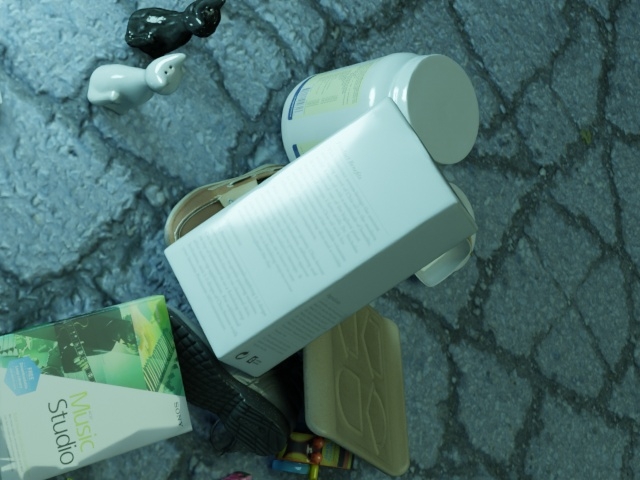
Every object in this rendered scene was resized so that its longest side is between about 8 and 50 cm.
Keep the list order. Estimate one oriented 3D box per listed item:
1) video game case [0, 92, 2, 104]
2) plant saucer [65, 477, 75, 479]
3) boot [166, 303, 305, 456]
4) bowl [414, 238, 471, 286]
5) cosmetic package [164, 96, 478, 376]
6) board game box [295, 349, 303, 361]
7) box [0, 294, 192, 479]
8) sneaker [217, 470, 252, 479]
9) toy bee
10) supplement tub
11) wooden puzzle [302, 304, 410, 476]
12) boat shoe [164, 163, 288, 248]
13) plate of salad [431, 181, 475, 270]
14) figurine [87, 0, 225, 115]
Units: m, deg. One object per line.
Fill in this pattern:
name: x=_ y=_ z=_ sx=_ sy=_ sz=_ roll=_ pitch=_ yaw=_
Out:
video game case: x=-0.575 y=-0.289 z=1.648 sx=0.173 sy=0.022 sz=0.190 roll=-13 pitch=95 yaw=-43
plant saucer: x=-0.379 y=0.506 z=1.736 sx=0.188 sy=0.045 sz=0.188 roll=50 pitch=56 yaw=-27
boot: x=-0.154 y=0.206 z=1.932 sx=0.338 sy=0.118 sz=0.222 roll=47 pitch=32 yaw=-7
bowl: x=0.231 y=0.011 z=2.312 sx=0.142 sy=0.053 sz=0.142 roll=-40 pitch=108 yaw=-13
cosmetic package: x=0.000 y=0.000 z=1.799 sx=0.230 sy=0.453 sz=0.161 roll=60 pitch=9 yaw=26
board game box: x=-0.009 y=0.169 z=2.112 sx=0.211 sy=0.039 sz=0.160 roll=49 pitch=57 yaw=-28
box: x=-0.373 y=0.233 z=1.723 sx=0.322 sy=0.058 sz=0.232 roll=-15 pitch=96 yaw=-32
sneaker: x=-0.169 y=0.450 z=1.940 sx=0.119 sy=0.047 sz=0.057 roll=-10 pitch=104 yaw=-41
toy bee: x=-0.027 y=0.390 z=1.994 sx=0.298 sy=0.162 sz=0.195 roll=-10 pitch=95 yaw=-43
supplement tub: x=0.110 y=-0.221 z=2.063 sx=0.235 sy=0.325 sz=0.235 roll=5 pitch=83 yaw=-42
wooden puzzle: x=0.048 y=0.243 z=2.002 sx=0.348 sy=0.080 sz=0.322 roll=38 pitch=42 yaw=-52
boat shoe: x=-0.140 y=-0.060 z=1.960 sx=0.324 sy=0.116 sz=0.123 roll=-35 pitch=109 yaw=-38
plate of salad: x=0.281 y=-0.031 z=2.391 sx=0.200 sy=0.048 sz=0.199 roll=4 pitch=84 yaw=-42
figurine: x=-0.264 y=-0.307 z=1.807 sx=0.092 sy=0.209 sz=0.215 roll=44 pitch=59 yaw=-31
